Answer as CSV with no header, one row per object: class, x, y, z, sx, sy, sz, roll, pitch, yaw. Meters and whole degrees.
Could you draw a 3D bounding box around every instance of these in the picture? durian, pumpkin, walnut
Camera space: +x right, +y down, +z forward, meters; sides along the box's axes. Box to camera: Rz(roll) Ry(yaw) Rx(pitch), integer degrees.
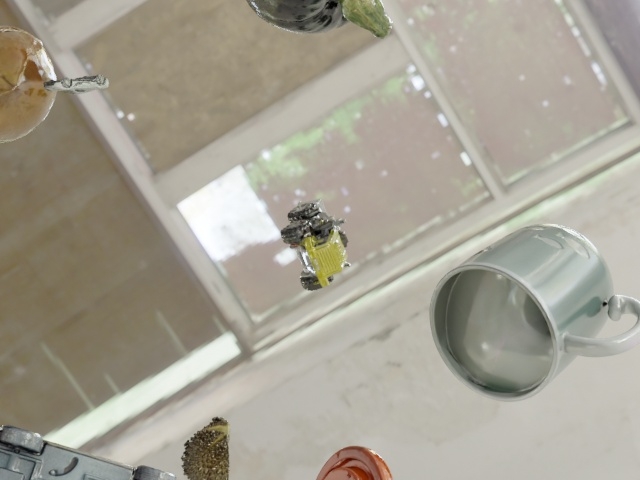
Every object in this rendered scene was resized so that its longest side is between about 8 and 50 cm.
durian,-0.174,0.325,1.795,0.071,0.111,0.140,3,147,-9
pumpkin,0.016,-0.442,1.913,0.295,0.296,0.296,-31,-168,7
walnut,-0.531,-0.260,1.995,0.203,0.203,0.298,-37,-157,-19

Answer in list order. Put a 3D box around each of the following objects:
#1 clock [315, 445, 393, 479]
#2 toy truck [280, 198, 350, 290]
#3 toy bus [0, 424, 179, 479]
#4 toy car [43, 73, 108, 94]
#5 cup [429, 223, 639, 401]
clock,0.041,0.410,1.804,0.205,0.051,0.205,-34,-133,46
toy truck,0.000,0.000,2.301,0.111,0.136,0.286,-19,-163,8
toy bus,-0.290,0.315,1.424,0.157,0.289,0.140,135,-29,-73
toy car,-0.339,-0.214,1.663,0.093,0.025,0.041,-12,-171,-36
cup,0.414,0.121,2.140,0.356,0.260,0.274,10,-152,36
